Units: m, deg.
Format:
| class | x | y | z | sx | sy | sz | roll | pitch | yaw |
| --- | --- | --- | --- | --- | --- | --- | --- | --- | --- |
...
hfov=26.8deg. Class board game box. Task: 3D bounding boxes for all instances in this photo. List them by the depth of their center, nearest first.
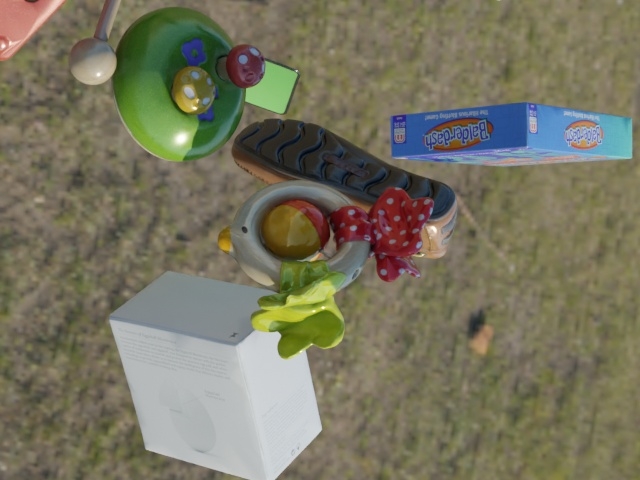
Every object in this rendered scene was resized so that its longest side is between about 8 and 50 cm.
| class | x | y | z | sx | sy | sz | roll | pitch | yaw |
| --- | --- | --- | --- | --- | --- | --- | --- | --- | --- |
| board game box | 0.197 | -0.105 | 1.365 | 0.210 | 0.160 | 0.047 | -1 | 89 | -49 |

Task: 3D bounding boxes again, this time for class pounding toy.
| class | x | y | z | sx | sy | sz | roll | pitch | yaw |
| --- | --- | --- | --- | --- | --- | --- | --- | --- | --- |
| pounding toy | -0.153 | -0.199 | 1.536 | 0.237 | 0.110 | 0.183 | 39 | 64 | -35 |

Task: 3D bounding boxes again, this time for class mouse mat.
| class | x | y | z | sx | sy | sz | roll | pitch | yaw |
| --- | --- | --- | --- | --- | --- | --- | --- | --- | --- |
| mouse mat | -0.108 | -0.224 | 1.824 | 0.189 | 0.153 | 0.007 | 124 | -14 | -76 |

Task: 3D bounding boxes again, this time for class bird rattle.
| class | x | y | z | sx | sy | sz | roll | pitch | yaw |
| --- | --- | --- | --- | --- | --- | --- | --- | --- | --- |
| bird rattle | 0.000 | 0.000 | 1.573 | 0.253 | 0.207 | 0.143 | -46 | 161 | -25 |

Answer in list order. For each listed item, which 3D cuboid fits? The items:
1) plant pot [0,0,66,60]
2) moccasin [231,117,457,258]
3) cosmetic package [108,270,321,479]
| class | x | y | z | sx | sy | sz | roll | pitch | yaw |
| --- | --- | --- | --- | --- | --- | --- | --- | --- | --- |
| plant pot | -0.363 | -0.358 | 1.454 | 0.267 | 0.267 | 0.235 | 33 | 25 | -38 |
| moccasin | 0.033 | -0.079 | 2.099 | 0.147 | 0.380 | 0.139 | 96 | 19 | -47 |
| cosmetic package | -0.140 | 0.180 | 1.819 | 0.138 | 0.224 | 0.224 | -42 | 131 | -43 |
